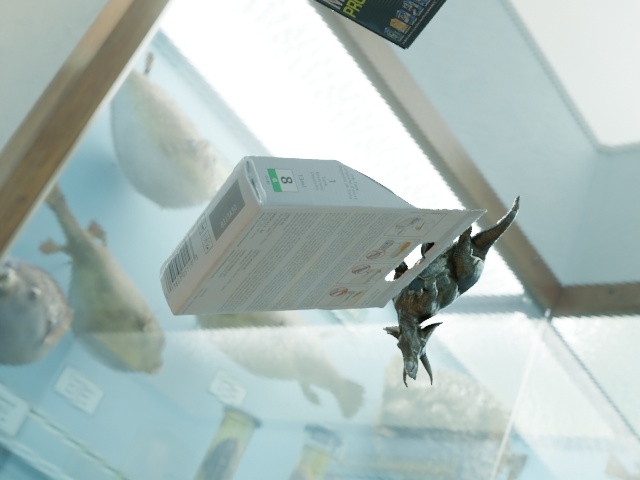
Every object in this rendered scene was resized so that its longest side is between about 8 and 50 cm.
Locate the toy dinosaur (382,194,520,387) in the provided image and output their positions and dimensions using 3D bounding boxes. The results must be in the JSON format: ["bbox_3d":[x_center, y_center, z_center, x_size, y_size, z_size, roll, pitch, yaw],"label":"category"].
[{"bbox_3d":[0.176,0.048,1.564,0.121,0.313,0.160,28,-18,33],"label":"toy dinosaur"}]

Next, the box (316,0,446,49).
[{"bbox_3d":[0.057,-0.342,1.235,0.216,0.060,0.270,27,-15,-7],"label":"box"}]

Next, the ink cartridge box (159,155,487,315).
[{"bbox_3d":[0.000,0.000,0.896,0.224,0.056,0.181,-2,-29,-34],"label":"ink cartridge box"}]
